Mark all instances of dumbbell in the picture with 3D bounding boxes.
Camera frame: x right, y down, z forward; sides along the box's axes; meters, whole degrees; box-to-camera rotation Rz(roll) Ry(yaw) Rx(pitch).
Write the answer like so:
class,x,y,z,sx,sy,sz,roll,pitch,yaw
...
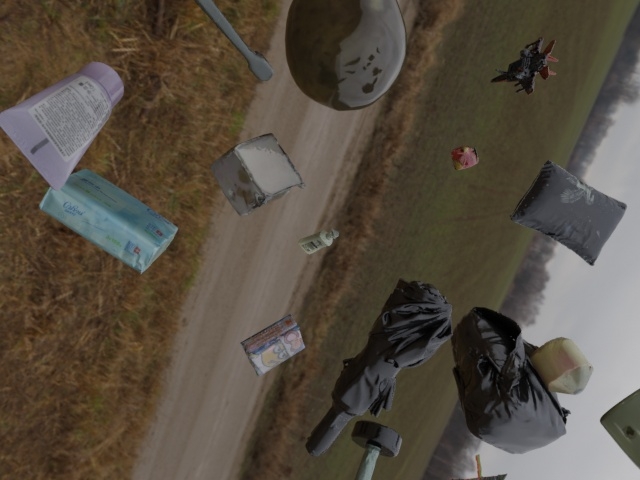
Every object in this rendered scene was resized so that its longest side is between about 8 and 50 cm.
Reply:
class,x,y,z,sx,sy,sz,roll,pitch,yaw
dumbbell,0.081,0.447,1.083,0.100,0.100,0.191,85,26,-55

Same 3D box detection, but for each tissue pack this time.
class,x,y,z,sx,sy,sz,roll,pitch,yaw
tissue pack,-0.125,0.283,1.541,0.155,0.065,0.115,-28,142,-14
tissue pack,-0.472,-0.052,1.309,0.089,0.263,0.177,-51,-171,17

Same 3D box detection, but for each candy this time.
class,x,y,z,sx,sy,sz,roll,pitch,yaw
candy,-0.164,-0.169,1.503,0.137,0.184,0.195,-31,-177,40

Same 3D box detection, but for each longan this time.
class,x,y,z,sx,sy,sz,roll,pitch,yaw
longan,0.071,-0.564,1.604,0.336,0.404,0.404,0,122,-23

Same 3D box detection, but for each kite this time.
class,x,y,z,sx,sy,sz,roll,pitch,yaw
kite,0.413,0.638,1.494,0.010,0.190,0.159,-6,-102,64

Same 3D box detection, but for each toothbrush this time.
class,x,y,z,sx,sy,sz,roll,pitch,yaw
toothbrush,-0.159,-0.325,0.773,0.030,0.030,0.297,-32,135,16

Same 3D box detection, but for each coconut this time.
class,x,y,z,sx,sy,sz,roll,pitch,yaw
coconut,0.695,0.367,1.639,0.147,0.152,0.147,-17,142,-14

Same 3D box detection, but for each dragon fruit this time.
class,x,y,z,sx,sy,sz,roll,pitch,yaw
dragon fruit,0.373,-0.219,1.478,0.083,0.060,0.056,-41,118,-58

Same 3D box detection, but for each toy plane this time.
class,x,y,z,sx,sy,sz,roll,pitch,yaw
toy plane,0.436,-0.376,1.267,0.061,0.189,0.130,14,85,-31

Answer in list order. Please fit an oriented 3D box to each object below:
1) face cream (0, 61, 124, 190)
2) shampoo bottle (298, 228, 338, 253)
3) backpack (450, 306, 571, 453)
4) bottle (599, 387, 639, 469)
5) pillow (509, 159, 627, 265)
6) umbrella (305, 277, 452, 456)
class,x,y,z,sx,sy,sz,roll,pitch,yaw
face cream,-0.460,-0.227,1.053,0.273,0.096,0.154,-73,147,-47
shampoo bottle,0.000,0.000,1.455,0.141,0.049,0.034,-22,-156,51
backpack,0.560,0.408,1.768,0.255,0.363,0.445,-43,-145,26
bottle,0.868,0.510,1.347,0.229,0.351,0.229,-22,144,-17
pillow,0.486,-0.055,1.113,0.141,0.208,0.055,-61,-166,5
umbrella,0.078,0.207,0.892,0.340,0.118,0.118,-54,164,15
